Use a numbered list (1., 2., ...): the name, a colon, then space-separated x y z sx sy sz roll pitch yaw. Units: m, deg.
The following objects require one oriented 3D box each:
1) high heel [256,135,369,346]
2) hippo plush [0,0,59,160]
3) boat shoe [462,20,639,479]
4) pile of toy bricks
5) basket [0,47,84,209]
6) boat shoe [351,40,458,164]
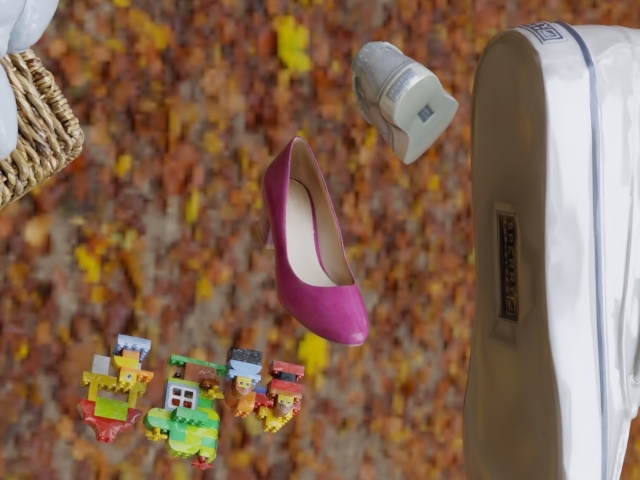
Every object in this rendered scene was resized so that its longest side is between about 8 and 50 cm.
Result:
1. high heel: 0.000 0.000 1.609 0.244 0.082 0.117 -117 -143 -52
2. hippo plush: -0.320 -0.234 1.340 0.236 0.234 0.294 -75 -173 -50
3. boat shoe: 0.117 0.036 0.682 0.084 0.095 0.258 -5 106 -21
4. pile of toy bricks: -0.118 0.164 1.496 0.118 0.212 0.105 130 -31 -59
5. basket: -0.426 -0.144 1.624 0.223 0.213 0.299 -40 102 -31
6. boat shoe: 0.077 -0.140 1.545 0.079 0.081 0.227 -45 165 -1
